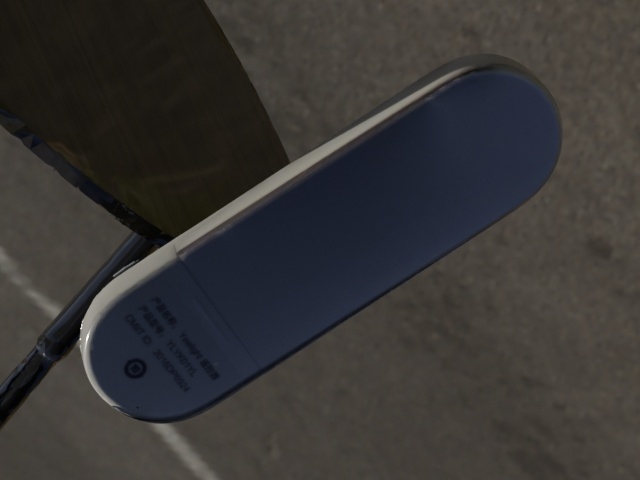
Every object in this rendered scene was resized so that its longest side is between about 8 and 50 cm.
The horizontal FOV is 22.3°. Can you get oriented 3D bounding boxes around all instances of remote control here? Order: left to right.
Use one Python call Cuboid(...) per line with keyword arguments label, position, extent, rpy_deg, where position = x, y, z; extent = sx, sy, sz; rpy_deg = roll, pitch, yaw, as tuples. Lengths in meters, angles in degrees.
Cuboid(label="remote control", position=(0.000, 0.000, 0.733), extent=(0.077, 0.245, 0.022), rpy_deg=(55, -176, -26))

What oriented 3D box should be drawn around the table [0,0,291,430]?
Cuboid(label="table", position=(-0.207, -0.045, 0.844), extent=(0.249, 0.317, 0.317), rpy_deg=(-33, 129, 20))
